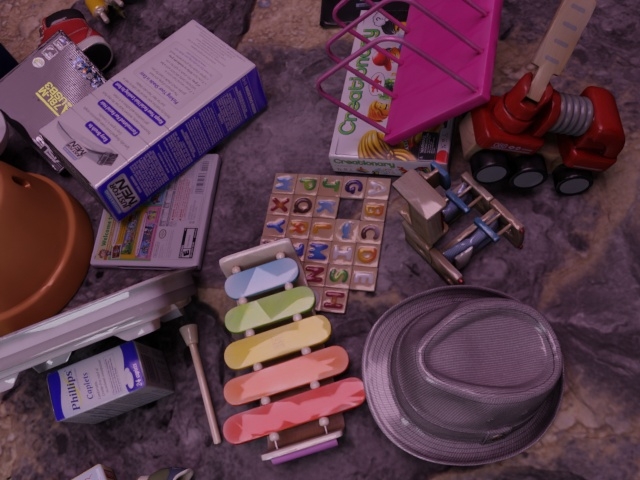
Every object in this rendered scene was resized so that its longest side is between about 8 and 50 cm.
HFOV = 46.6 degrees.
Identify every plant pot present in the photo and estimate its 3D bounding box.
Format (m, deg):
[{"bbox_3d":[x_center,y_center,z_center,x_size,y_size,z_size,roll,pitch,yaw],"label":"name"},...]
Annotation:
[{"bbox_3d":[-0.546,-0.010,1.201,0.290,0.203,0.291,-5,65,10],"label":"plant pot"}]

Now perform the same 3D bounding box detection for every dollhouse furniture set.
[{"bbox_3d":[0.200,-0.033,1.051,0.129,0.184,0.129,-38,63,-6],"label":"dollhouse furniture set"}]

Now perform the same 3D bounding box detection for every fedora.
[{"bbox_3d":[0.197,0.159,0.960,0.275,0.124,0.244,-1,67,-6],"label":"fedora"}]

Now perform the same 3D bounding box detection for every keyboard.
[{"bbox_3d":[0.089,-0.443,1.366,0.180,0.023,0.108,-1,71,12],"label":"keyboard"}]

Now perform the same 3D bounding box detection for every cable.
[{"bbox_3d":[-0.463,-0.528,1.504,0.287,0.072,0.139,36,71,25],"label":"cable"}]

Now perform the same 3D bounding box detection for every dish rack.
[{"bbox_3d":[-0.337,0.129,1.068,0.332,0.285,0.072,-22,89,2],"label":"dish rack"}]

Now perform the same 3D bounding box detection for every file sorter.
[{"bbox_3d":[0.131,-0.333,1.103,0.202,0.182,0.291,-20,51,51],"label":"file sorter"}]

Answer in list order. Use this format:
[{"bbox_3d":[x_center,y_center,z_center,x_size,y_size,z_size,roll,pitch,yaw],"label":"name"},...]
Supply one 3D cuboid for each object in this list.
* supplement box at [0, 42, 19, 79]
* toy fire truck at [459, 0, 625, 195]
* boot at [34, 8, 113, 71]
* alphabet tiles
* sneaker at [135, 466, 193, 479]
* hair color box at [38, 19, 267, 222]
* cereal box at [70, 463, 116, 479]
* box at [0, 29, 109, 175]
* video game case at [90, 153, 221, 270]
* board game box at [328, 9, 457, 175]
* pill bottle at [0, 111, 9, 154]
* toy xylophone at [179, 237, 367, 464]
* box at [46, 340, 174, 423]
[{"bbox_3d":[-0.785,-0.408,1.450,0.194,0.195,0.356,-45,63,-10],"label":"supplement box"},{"bbox_3d":[0.337,-0.198,1.039,0.216,0.246,0.159,7,62,-17],"label":"toy fire truck"},{"bbox_3d":[-0.538,-0.345,1.431,0.244,0.088,0.176,-37,58,-10],"label":"boot"},{"bbox_3d":[0.000,0.000,1.181,0.198,0.009,0.237,4,66,14],"label":"alphabet tiles"},{"bbox_3d":[-0.194,0.397,1.001,0.086,0.064,0.192,-22,59,7],"label":"sneaker"},{"bbox_3d":[-0.279,-0.210,1.270,0.338,0.110,0.185,-40,60,-17],"label":"hair color box"},{"bbox_3d":[-0.329,0.456,1.015,0.173,0.047,0.240,-29,62,-2],"label":"cereal box"},{"bbox_3d":[-0.467,-0.247,1.335,0.184,0.045,0.191,-44,96,-12],"label":"box"},{"bbox_3d":[-0.277,-0.051,1.260,0.193,0.023,0.213,1,66,13],"label":"video game case"},{"bbox_3d":[0.137,-0.252,1.244,0.192,0.053,0.306,5,66,16],"label":"board game box"},{"bbox_3d":[-0.612,-0.182,1.286,0.216,0.121,0.121,-3,55,58],"label":"pill bottle"},{"bbox_3d":[-0.081,0.169,1.071,0.236,0.081,0.323,-25,65,1],"label":"toy xylophone"},{"bbox_3d":[-0.302,0.208,1.079,0.137,0.126,0.072,-22,72,1],"label":"box"}]
